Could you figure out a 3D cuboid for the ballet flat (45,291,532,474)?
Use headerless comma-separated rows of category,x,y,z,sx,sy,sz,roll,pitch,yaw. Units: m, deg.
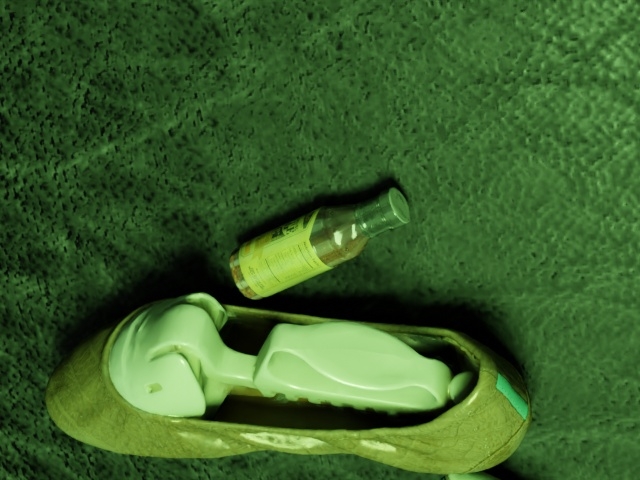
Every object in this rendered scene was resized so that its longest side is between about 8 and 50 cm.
ballet flat,-0.033,0.087,1.125,0.342,0.116,0.124,6,154,15

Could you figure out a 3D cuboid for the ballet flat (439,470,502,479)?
ballet flat,0.171,0.241,1.170,0.086,0.086,0.248,-23,106,27

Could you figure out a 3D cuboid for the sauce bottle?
sauce bottle,0.000,0.000,1.130,0.128,0.042,0.042,-24,104,25
